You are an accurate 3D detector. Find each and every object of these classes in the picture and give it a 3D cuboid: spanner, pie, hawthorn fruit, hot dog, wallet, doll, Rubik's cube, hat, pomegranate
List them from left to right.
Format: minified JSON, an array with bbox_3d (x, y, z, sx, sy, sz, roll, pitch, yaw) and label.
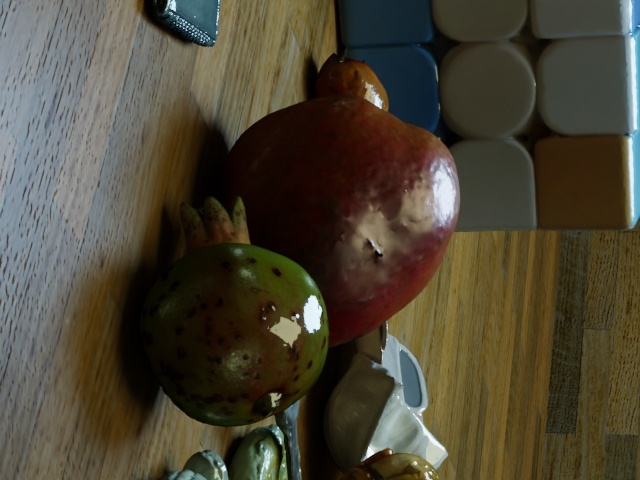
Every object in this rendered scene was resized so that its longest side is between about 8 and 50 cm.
[{"bbox_3d":[-0.115,0.241,1.379,0.214,0.071,0.103,-73,171,-69],"label":"doll"},{"bbox_3d":[-0.114,-0.216,1.474,0.129,0.026,0.088,22,73,-74],"label":"wallet"},{"bbox_3d":[-0.074,0.057,1.411,0.159,0.159,0.205,63,12,-58],"label":"pomegranate"},{"bbox_3d":[-0.052,0.267,1.652,0.187,0.041,0.187,0,90,-75],"label":"pie"},{"bbox_3d":[-0.024,0.249,1.645,0.054,0.015,0.254,-52,140,-68],"label":"spanner"},{"bbox_3d":[0.000,0.000,1.559,0.261,0.224,0.224,-61,150,-32],"label":"hawthorn fruit"},{"bbox_3d":[0.030,-0.164,1.894,0.081,0.081,0.093,-53,129,-65],"label":"hawthorn fruit"},{"bbox_3d":[0.045,0.166,1.952,0.226,0.164,0.219,52,-6,36],"label":"hat"},{"bbox_3d":[0.065,0.328,1.843,0.158,0.117,0.349,-42,153,-13],"label":"hot dog"},{"bbox_3d":[0.230,-0.206,2.119,0.346,0.347,0.344,-42,129,-70],"label":"Rubik's cube"}]
